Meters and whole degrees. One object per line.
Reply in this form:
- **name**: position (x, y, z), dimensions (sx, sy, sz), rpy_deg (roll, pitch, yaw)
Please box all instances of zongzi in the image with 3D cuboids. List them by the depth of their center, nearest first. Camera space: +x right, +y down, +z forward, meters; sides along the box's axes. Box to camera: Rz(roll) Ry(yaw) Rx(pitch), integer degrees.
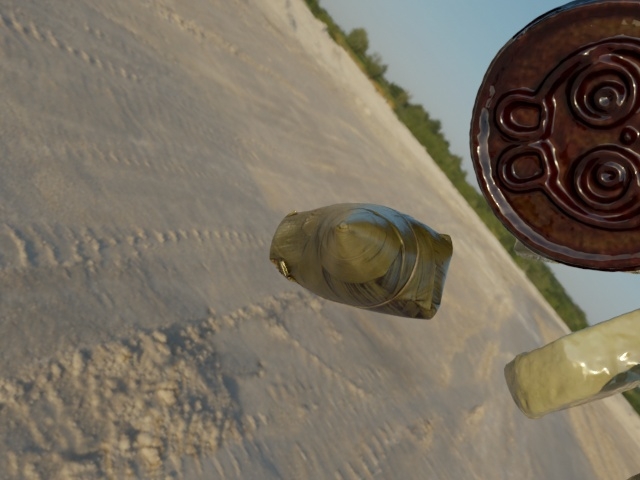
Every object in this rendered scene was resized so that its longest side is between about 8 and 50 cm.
- **zongzi**: position (0.000, 0.000, 0.874), dimensions (0.273, 0.145, 0.300), rpy_deg (10, -9, 35)

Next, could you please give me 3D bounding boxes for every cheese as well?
- **cheese**: position (0.484, 0.221, 1.181), dimensions (0.317, 0.326, 0.115), rpy_deg (0, 63, -38)

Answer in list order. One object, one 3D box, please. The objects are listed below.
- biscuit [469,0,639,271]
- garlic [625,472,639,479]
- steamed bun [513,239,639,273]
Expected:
- **biscuit**: position (0.410, -0.149, 0.962), dimensions (0.407, 0.407, 0.091), rpy_deg (53, 33, 10)
- **garlic**: position (0.497, 0.323, 0.876), dimensions (0.245, 0.253, 0.245), rpy_deg (18, 54, -27)
- **steamed bun**: position (0.589, -0.039, 1.502), dimensions (0.319, 0.206, 0.275), rpy_deg (13, -5, -37)
